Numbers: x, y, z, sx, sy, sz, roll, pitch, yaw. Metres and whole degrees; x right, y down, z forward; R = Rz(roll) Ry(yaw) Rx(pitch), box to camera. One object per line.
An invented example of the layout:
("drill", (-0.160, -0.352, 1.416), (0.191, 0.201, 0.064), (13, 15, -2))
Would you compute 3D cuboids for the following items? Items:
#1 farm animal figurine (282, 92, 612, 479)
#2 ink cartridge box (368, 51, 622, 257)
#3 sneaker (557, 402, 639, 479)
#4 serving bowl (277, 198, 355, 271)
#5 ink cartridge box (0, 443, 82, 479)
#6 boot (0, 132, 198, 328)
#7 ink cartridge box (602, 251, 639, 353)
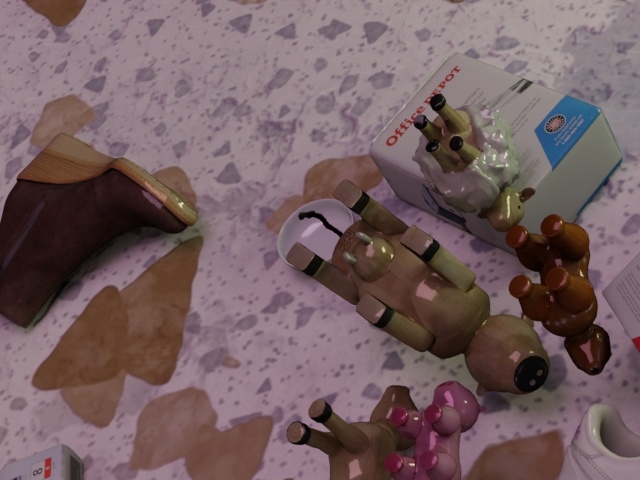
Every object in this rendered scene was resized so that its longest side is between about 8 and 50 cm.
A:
("farm animal figurine", (0.094, 0.086, 1.344), (0.330, 0.172, 0.327), (-41, 48, 12))
("ink cartridge box", (0.162, -0.081, 1.499), (0.139, 0.082, 0.190), (-49, 45, -12))
("sneaker", (0.289, 0.209, 1.126), (0.305, 0.114, 0.152), (18, 103, 39))
("serving bowl", (0.000, 0.000, 1.568), (0.083, 0.027, 0.083), (-17, 47, 19))
("ink cartridge box", (-0.310, 0.284, 1.509), (0.179, 0.045, 0.145), (-20, 46, 13))
("boot", (-0.257, 0.007, 1.699), (0.248, 0.090, 0.207), (24, 81, 40))
("ink cartridge box", (0.335, 0.038, 1.219), (0.176, 0.127, 0.128), (-50, 35, 22))
